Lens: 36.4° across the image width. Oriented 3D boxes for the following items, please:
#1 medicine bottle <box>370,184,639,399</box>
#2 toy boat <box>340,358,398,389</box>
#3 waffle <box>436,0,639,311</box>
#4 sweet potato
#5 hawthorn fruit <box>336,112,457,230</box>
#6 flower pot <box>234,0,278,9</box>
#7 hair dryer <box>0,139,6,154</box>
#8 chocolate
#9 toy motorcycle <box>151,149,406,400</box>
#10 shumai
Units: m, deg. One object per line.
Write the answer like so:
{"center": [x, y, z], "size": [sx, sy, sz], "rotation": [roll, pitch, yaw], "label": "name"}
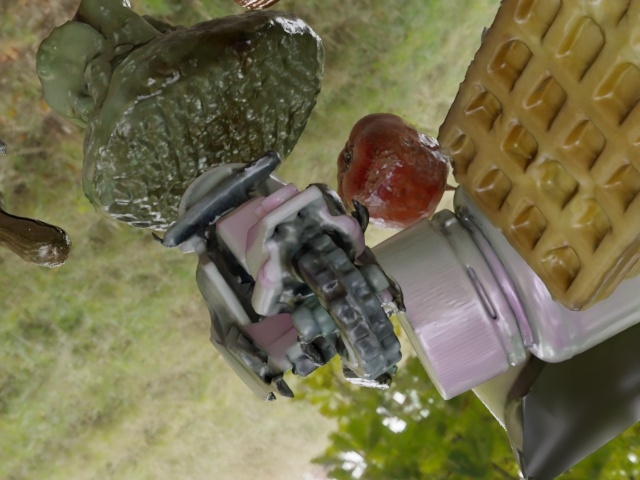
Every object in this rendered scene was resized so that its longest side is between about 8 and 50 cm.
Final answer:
{"center": [0.245, 0.030, 1.195], "size": [0.324, 0.256, 0.256], "rotation": [-27, -173, 1], "label": "medicine bottle"}
{"center": [0.066, 0.157, 1.265], "size": [0.140, 0.059, 0.066], "rotation": [34, 57, -63], "label": "toy boat"}
{"center": [0.220, -0.104, 0.755], "size": [0.098, 0.224, 0.328], "rotation": [-30, 159, -26], "label": "waffle"}
{"center": [-0.482, -0.020, 1.533], "size": [0.081, 0.233, 0.062], "rotation": [-37, 144, -38], "label": "sweet potato"}
{"center": [0.151, -0.107, 1.705], "size": [0.207, 0.243, 0.208], "rotation": [-167, -90, -74], "label": "hawthorn fruit"}
{"center": [-0.032, -0.362, 1.042], "size": [0.173, 0.191, 0.191], "rotation": [-9, -143, 42], "label": "flower pot"}
{"center": [-0.460, -0.140, 1.109], "size": [0.195, 0.220, 0.054], "rotation": [-38, 160, -20], "label": "hair dryer"}
{"center": [0.358, 0.155, 1.564], "size": [0.314, 0.326, 0.297], "rotation": [-27, -143, -18], "label": "chocolate"}
{"center": [-0.032, 0.016, 0.711], "size": [0.143, 0.188, 0.327], "rotation": [-34, 180, -10], "label": "toy motorcycle"}
{"center": [-0.220, -0.221, 1.374], "size": [0.397, 0.323, 0.324], "rotation": [-32, 148, -30], "label": "shumai"}
